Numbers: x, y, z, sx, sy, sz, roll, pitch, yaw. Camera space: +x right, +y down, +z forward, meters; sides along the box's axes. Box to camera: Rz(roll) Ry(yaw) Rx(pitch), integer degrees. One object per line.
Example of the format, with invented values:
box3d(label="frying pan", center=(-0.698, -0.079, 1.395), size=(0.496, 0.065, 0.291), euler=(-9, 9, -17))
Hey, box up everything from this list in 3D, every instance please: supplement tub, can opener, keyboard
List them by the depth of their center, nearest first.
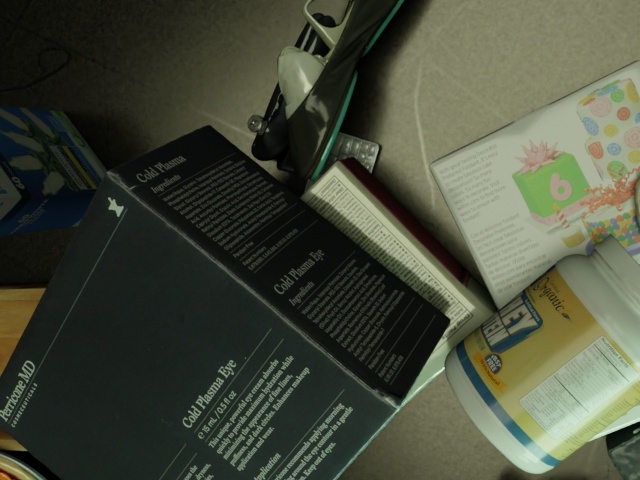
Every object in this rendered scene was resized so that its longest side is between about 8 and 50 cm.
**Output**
box3d(label="supplement tub", center=(0.232, 0.104, 0.816), size=(0.200, 0.144, 0.144), euler=(-42, 84, 14))
box3d(label="can opener", center=(-0.031, -0.174, 1.013), size=(0.059, 0.073, 0.186), euler=(26, 100, 51))
box3d(label="keyboard", center=(0.000, 0.000, 1.034), size=(0.072, 0.014, 0.256), euler=(19, 99, 12))

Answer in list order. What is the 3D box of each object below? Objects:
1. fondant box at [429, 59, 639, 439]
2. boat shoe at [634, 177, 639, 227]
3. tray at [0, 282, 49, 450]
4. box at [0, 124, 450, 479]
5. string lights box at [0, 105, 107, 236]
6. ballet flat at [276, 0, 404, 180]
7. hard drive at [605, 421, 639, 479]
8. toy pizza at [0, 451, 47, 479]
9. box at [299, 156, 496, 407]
box3d(label="fondant box", center=(0.294, 0.015, 0.916), size=(0.238, 0.096, 0.330), euler=(-26, 89, 15))
box3d(label="boat shoe", center=(0.407, 0.060, 0.793), size=(0.117, 0.097, 0.324), euler=(-35, 86, 13))
box3d(label="tray", center=(-0.479, 0.161, 1.143), size=(0.411, 0.076, 0.202), euler=(-2, 95, 16))
box3d(label="box", center=(-0.108, 0.124, 0.862), size=(0.312, 0.179, 0.343), euler=(39, 120, 4))
box3d(label="string lights box", center=(-0.347, -0.079, 0.991), size=(0.077, 0.260, 0.133), euler=(-39, 85, 14))
box3d(label="ballet flat", center=(0.011, -0.203, 0.944), size=(0.096, 0.095, 0.280), euler=(27, 84, -9))
box3d(label="hard drive", center=(0.503, 0.228, 0.895), size=(0.339, 0.064, 0.237), euler=(-34, 86, 16))
box3d(label="toy pizza", center=(-0.410, 0.348, 1.122), size=(0.201, 0.032, 0.201), euler=(9, 121, 15))
box3d(label="box", center=(0.057, 0.041, 0.953), size=(0.232, 0.127, 0.148), euler=(46, 102, 1))
